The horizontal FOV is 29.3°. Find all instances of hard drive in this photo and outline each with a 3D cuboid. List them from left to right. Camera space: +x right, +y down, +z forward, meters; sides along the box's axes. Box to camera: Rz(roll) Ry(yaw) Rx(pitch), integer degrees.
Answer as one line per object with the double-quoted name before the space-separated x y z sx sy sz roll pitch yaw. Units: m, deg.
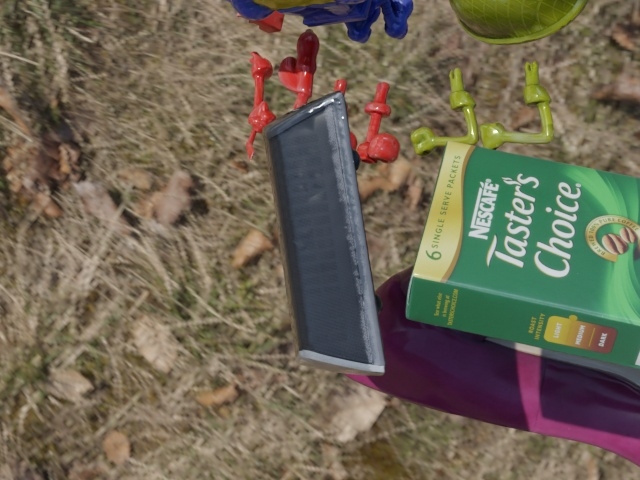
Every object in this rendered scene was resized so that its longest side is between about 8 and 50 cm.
"hard drive" 0.000 0.000 0.779 0.054 0.254 0.172 -9 90 -1

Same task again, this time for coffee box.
"coffee box" 0.146 0.010 0.671 0.040 0.184 0.113 92 14 -48

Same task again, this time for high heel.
"high heel" 0.203 0.143 1.008 0.377 0.127 0.181 40 118 -3

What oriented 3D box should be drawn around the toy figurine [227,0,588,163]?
"toy figurine" -0.007 -0.180 0.923 0.217 0.362 0.191 21 79 -42
